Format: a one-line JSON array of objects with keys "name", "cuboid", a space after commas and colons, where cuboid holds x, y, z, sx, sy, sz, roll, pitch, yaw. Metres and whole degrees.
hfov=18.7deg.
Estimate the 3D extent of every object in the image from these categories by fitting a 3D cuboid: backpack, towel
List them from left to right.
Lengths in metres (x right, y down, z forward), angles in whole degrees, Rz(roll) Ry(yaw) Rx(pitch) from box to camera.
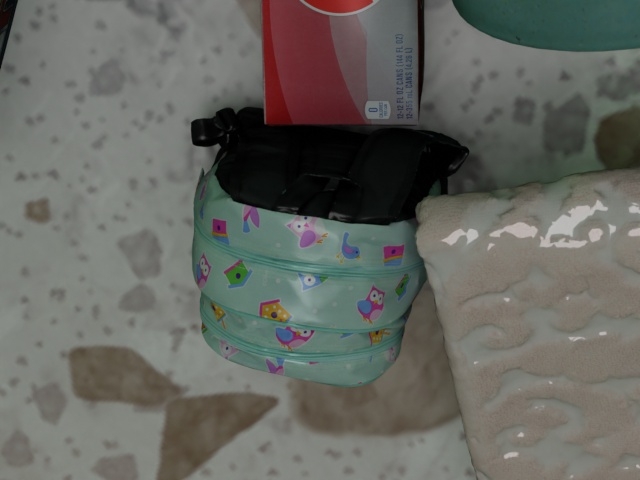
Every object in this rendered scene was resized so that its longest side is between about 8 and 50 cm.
[{"name": "backpack", "cuboid": [0.000, 0.000, 1.007, 0.152, 0.182, 0.115, 3, 105, 3]}, {"name": "towel", "cuboid": [0.234, 0.077, 1.000, 0.332, 0.053, 0.317, -7, 133, 7]}]

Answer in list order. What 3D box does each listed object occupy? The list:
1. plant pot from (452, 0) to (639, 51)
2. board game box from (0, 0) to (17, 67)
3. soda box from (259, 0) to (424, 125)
[{"name": "plant pot", "cuboid": [0.123, -0.229, 0.818, 0.272, 0.271, 0.255, -11, 119, 7]}, {"name": "board game box", "cuboid": [-0.183, -0.149, 0.991, 0.042, 0.165, 0.243, 17, 106, 0]}, {"name": "soda box", "cuboid": [0.011, -0.194, 0.990, 0.083, 0.092, 0.263, 0, 110, 5]}]
